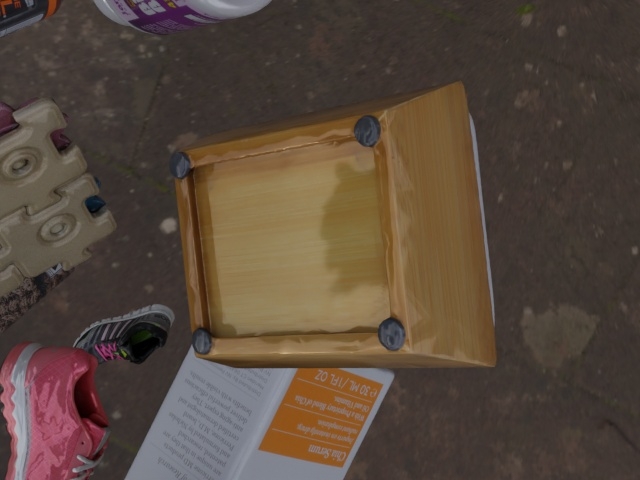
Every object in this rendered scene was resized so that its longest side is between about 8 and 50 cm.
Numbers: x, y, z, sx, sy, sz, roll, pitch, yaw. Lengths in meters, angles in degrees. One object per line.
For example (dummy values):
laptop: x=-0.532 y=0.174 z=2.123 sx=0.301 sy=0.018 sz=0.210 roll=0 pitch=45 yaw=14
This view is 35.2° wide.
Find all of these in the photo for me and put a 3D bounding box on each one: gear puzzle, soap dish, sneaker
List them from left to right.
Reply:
gear puzzle: x=-0.310 y=0.023 z=0.684 sx=0.338 sy=0.175 sz=0.044 roll=-31 pitch=61 yaw=-12
sneaker: x=-0.348 y=0.292 z=1.360 sx=0.136 sy=0.116 sz=0.314 roll=-5 pitch=92 yaw=15
sneaker: x=-0.298 y=0.155 z=1.509 sx=0.170 sy=0.075 sz=0.063 roll=-22 pitch=123 yaw=6
soap dish: x=0.000 y=0.000 z=0.864 sx=0.290 sy=0.118 sz=0.229 roll=-6 pitch=90 yaw=40

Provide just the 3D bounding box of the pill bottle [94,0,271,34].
pill bottle: x=-0.183 y=-0.351 z=1.277 sx=0.301 sy=0.169 sz=0.169 roll=5 pitch=112 yaw=56

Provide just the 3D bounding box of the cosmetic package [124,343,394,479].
cosmetic package: x=-0.113 y=0.317 z=1.290 sx=0.161 sy=0.230 sz=0.453 roll=26 pitch=90 yaw=38

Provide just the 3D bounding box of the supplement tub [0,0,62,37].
supplement tub: x=-0.374 y=-0.293 z=1.170 sx=0.106 sy=0.198 sz=0.106 roll=29 pitch=138 yaw=30

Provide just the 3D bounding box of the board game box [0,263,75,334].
board game box: x=-0.440 y=0.036 z=1.049 sx=0.141 sy=0.291 sz=0.232 roll=-34 pitch=100 yaw=27
